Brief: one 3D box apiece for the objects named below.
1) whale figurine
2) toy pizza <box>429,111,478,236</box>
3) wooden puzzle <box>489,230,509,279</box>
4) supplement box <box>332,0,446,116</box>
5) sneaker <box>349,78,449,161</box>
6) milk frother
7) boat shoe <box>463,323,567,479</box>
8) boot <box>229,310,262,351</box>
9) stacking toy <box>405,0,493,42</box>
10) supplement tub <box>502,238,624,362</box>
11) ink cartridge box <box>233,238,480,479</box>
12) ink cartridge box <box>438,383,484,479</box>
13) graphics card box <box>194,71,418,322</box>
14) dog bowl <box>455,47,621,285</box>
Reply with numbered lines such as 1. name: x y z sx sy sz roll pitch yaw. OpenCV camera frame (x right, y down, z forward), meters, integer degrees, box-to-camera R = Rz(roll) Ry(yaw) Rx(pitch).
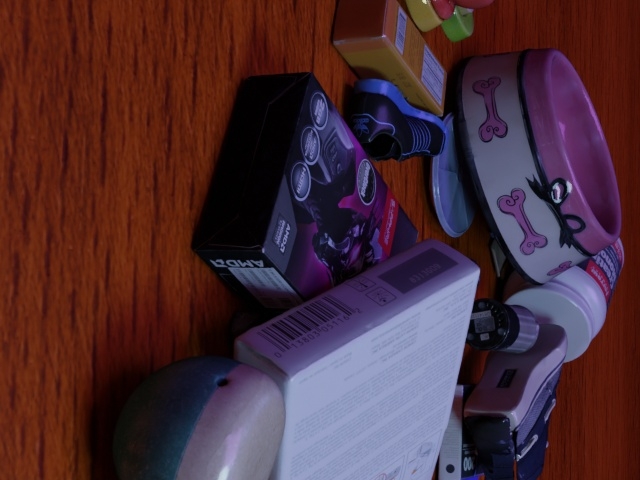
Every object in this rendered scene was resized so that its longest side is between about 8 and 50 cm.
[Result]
1. whale figurine: -0.130 0.231 1.098 0.216 0.141 0.272 -52 159 -55
2. toy pizza: 0.209 -0.106 1.842 0.201 0.032 0.201 -5 96 -62
3. wooden puzzle: 0.322 0.021 2.090 0.078 0.014 0.116 -57 139 -53
4. supplement box: 0.099 -0.248 1.573 0.233 0.078 0.080 43 49 -56
5. sneaker: 0.105 -0.143 1.591 0.232 0.081 0.090 25 70 -54
6. milk frother: 0.276 0.108 1.870 0.135 0.129 0.143 14 84 -59
7. boat shoe: 0.333 0.275 1.906 0.340 0.127 0.158 -40 122 -51
8. boot: -0.064 0.123 1.302 0.106 0.037 0.114 -40 121 -59
9. stacking toy: 0.200 -0.439 1.641 0.279 0.130 0.308 15 64 -66
10. supplement tub: 0.450 0.082 2.146 0.272 0.191 0.191 -55 137 -49
11. ink cartridge box: 0.030 0.218 1.334 0.308 0.091 0.385 -26 137 -39
12. ink cartridge box: 0.248 0.343 1.911 0.206 0.045 0.208 14 79 -63
13. graphics card box: 0.000 0.000 1.360 0.371 0.094 0.232 51 47 -50
14. dog bowl: 0.377 -0.138 1.924 0.408 0.150 0.408 42 39 -46
